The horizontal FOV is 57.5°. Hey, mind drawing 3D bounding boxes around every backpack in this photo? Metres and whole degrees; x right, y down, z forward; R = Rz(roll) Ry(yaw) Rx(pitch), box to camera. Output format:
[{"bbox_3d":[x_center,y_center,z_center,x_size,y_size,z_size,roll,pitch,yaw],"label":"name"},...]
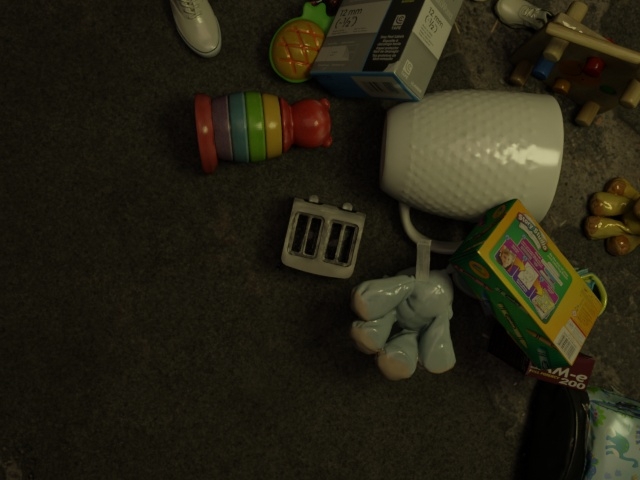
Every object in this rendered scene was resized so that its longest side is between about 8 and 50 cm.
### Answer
[{"bbox_3d":[0.666,0.476,1.269,0.355,0.273,0.290,18,82,-15],"label":"backpack"}]

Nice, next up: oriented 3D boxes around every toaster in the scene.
[{"bbox_3d":[0.000,0.000,1.291,0.168,0.110,0.186,13,89,-2],"label":"toaster"}]

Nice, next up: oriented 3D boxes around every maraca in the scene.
[{"bbox_3d":[-0.034,-0.438,1.295,0.127,0.099,0.186,38,91,-18],"label":"maraca"}]

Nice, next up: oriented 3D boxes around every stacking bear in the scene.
[{"bbox_3d":[-0.119,-0.247,1.270,0.289,0.164,0.175,-5,90,-7],"label":"stacking bear"}]

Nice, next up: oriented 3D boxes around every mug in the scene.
[{"bbox_3d":[0.291,-0.136,1.249,0.328,0.276,0.374,5,120,2],"label":"mug"}]

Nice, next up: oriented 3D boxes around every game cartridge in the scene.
[{"bbox_3d":[0.395,0.129,1.356,0.056,0.017,0.083,-19,91,-6],"label":"game cartridge"}]

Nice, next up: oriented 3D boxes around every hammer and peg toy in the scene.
[{"bbox_3d":[0.555,-0.374,1.194,0.266,0.361,0.127,31,88,-1],"label":"hammer and peg toy"}]

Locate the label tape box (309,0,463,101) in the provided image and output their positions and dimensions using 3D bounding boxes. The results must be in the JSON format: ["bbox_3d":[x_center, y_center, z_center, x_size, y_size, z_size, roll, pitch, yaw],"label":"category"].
[{"bbox_3d":[0.154,-0.473,1.221,0.115,0.249,0.348,27,84,-43],"label":"label tape box"}]

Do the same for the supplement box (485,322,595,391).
[{"bbox_3d":[0.459,0.243,1.245,0.130,0.239,0.073,16,90,-2],"label":"supplement box"}]

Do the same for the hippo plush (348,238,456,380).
[{"bbox_3d":[0.170,0.128,1.238,0.234,0.236,0.294,11,96,-3],"label":"hippo plush"}]

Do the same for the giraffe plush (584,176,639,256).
[{"bbox_3d":[0.726,-0.048,1.294,0.210,0.170,0.181,18,89,-2],"label":"giraffe plush"}]

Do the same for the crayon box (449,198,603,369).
[{"bbox_3d":[0.387,0.081,1.087,0.278,0.081,0.165,49,58,-6],"label":"crayon box"}]

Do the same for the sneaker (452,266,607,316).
[{"bbox_3d":[0.461,0.091,1.252,0.319,0.208,0.127,11,87,-8],"label":"sneaker"}]

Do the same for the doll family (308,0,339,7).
[{"bbox_3d":[0.028,-0.605,1.319,0.111,0.076,0.193,37,93,-6],"label":"doll family"}]

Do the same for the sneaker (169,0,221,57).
[{"bbox_3d":[-0.297,-0.532,1.289,0.094,0.091,0.258,-25,91,-3],"label":"sneaker"}]

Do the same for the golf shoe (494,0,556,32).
[{"bbox_3d":[0.487,-0.515,1.330,0.176,0.086,0.069,25,90,-1],"label":"golf shoe"}]
